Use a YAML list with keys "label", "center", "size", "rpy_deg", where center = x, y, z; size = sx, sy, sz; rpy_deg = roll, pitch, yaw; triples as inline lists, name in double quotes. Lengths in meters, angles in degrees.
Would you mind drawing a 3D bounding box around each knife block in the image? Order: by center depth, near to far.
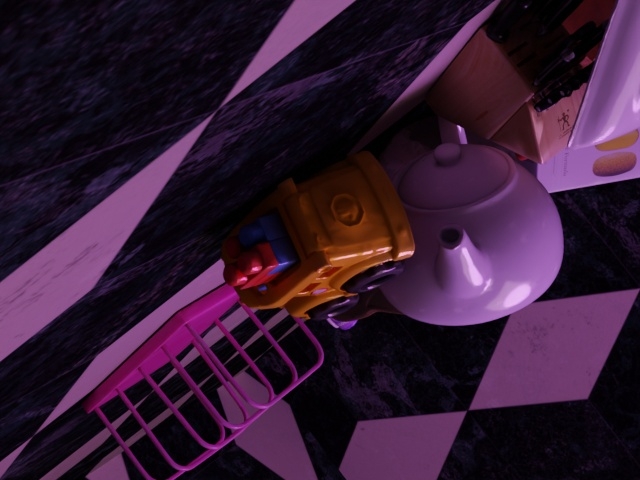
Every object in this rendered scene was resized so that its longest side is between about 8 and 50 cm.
- label: "knife block"
  center: [0.213, -0.219, 1.648]
  size: [0.088, 0.275, 0.242]
  rpy_deg: [-34, 129, -21]

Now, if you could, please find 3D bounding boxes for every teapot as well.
- label: "teapot"
  center: [0.167, -0.035, 1.764]
  size: [0.252, 0.187, 0.256]
  rpy_deg: [-33, -146, -28]

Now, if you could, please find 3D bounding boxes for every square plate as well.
- label: "square plate"
  center: [0.422, -0.271, 1.596]
  size: [0.347, 0.049, 0.344]
  rpy_deg: [-21, 135, -47]

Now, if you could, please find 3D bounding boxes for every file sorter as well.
- label: "file sorter"
  center: [-0.167, 0.207, 2.174]
  size: [0.290, 0.182, 0.202]
  rpy_deg: [-42, 174, 40]

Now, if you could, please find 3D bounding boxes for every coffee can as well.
- label: "coffee can"
  center: [0.165, -0.049, 2.042]
  size: [0.201, 0.201, 0.275]
  rpy_deg: [-37, 175, -4]

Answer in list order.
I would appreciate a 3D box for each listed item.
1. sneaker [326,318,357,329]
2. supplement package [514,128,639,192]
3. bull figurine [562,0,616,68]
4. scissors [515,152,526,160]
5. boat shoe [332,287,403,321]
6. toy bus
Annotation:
- label: "sneaker"
  center: [-0.006, 0.058, 2.089]
  size: [0.102, 0.161, 0.282]
  rpy_deg: [-38, 174, 20]
- label: "supplement package"
  center: [0.390, -0.164, 2.264]
  size: [0.244, 0.139, 0.134]
  rpy_deg: [-11, -160, -28]
- label: "bull figurine"
  center: [0.368, -0.266, 1.808]
  size: [0.310, 0.188, 0.101]
  rpy_deg: [-46, 140, 13]
- label: "scissors"
  center: [0.372, -0.174, 1.885]
  size: [0.297, 0.021, 0.109]
  rpy_deg: [-29, -178, 35]
- label: "boat shoe"
  center: [0.087, 0.053, 1.942]
  size: [0.223, 0.080, 0.073]
  rpy_deg: [-15, -148, 47]
- label: "toy bus"
  center: [-0.036, 0.015, 1.672]
  size: [0.211, 0.149, 0.220]
  rpy_deg: [-17, 165, -38]
